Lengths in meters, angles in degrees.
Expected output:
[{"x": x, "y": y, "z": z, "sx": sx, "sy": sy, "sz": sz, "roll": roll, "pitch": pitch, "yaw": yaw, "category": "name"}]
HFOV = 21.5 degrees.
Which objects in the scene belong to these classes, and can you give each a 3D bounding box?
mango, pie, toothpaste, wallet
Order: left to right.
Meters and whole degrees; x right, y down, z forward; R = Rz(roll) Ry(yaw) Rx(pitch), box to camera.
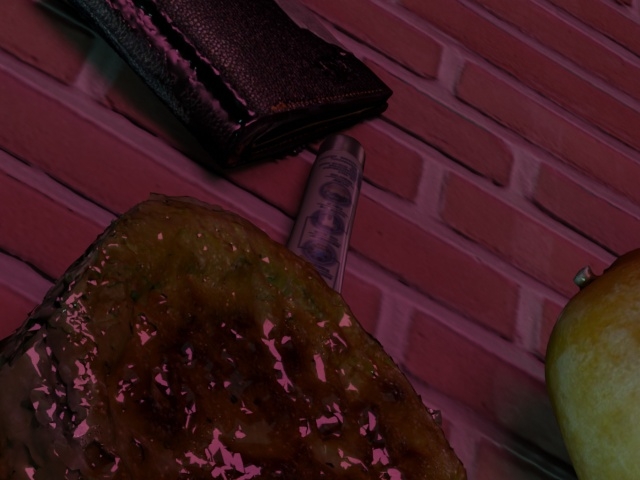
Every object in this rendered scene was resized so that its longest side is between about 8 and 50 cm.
[{"x": -0.072, "y": -0.166, "z": 1.349, "sx": 0.221, "sy": 0.071, "sz": 0.262, "roll": 44, "pitch": 27, "yaw": 14, "category": "wallet"}, {"x": -0.044, "y": 0.118, "z": 0.958, "sx": 0.288, "sy": 0.103, "sz": 0.354, "roll": 47, "pitch": 35, "yaw": -7, "category": "pie"}, {"x": 0.000, "y": 0.000, "z": 1.227, "sx": 0.062, "sy": 0.039, "sz": 0.239, "roll": 25, "pitch": 36, "yaw": -8, "category": "toothpaste"}, {"x": 0.298, "y": 0.167, "z": 1.134, "sx": 0.384, "sy": 0.199, "sz": 0.221, "roll": 49, "pitch": 36, "yaw": 18, "category": "mango"}]
